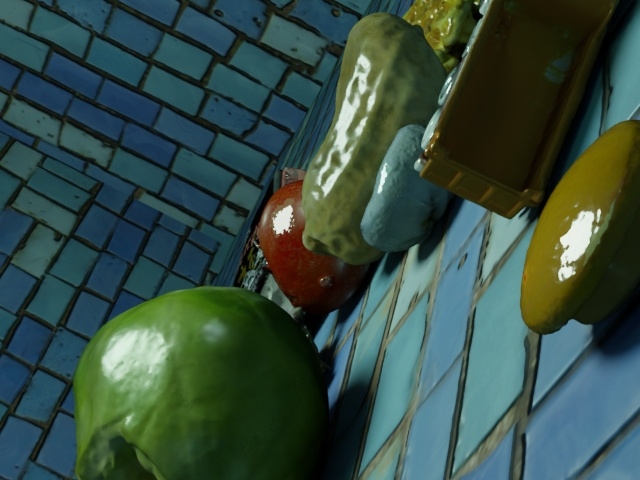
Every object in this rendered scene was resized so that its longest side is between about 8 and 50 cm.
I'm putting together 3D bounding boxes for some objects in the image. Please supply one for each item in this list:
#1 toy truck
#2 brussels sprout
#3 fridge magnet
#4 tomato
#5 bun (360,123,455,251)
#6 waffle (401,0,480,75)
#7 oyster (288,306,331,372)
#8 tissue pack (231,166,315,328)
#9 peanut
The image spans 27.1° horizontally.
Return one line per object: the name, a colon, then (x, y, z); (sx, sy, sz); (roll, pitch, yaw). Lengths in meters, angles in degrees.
toy truck: (0.167, -0.150, 1.111); (0.135, 0.114, 0.271); (125, 169, -68)
brussels sprout: (-0.133, 0.201, 1.360); (0.344, 0.268, 0.344); (-160, 90, -81)
fridge magnet: (0.165, -0.006, 0.798); (0.143, 0.063, 0.143); (-61, 6, 10)
tomato: (0.000, 0.000, 1.659); (0.167, 0.167, 0.167); (-61, 7, 13)
bun: (0.096, -0.050, 1.393); (0.141, 0.083, 0.141); (23, -90, -88)
waffle: (0.142, -0.264, 1.842); (0.302, 0.068, 0.325); (-56, 17, 25)
oyster: (-0.083, 0.146, 1.630); (0.259, 0.198, 0.092); (-21, 81, 46)
tissue pack: (-0.058, 0.055, 1.929); (0.332, 0.123, 0.245); (-89, 21, -66)
peanut: (0.072, -0.113, 1.518); (0.143, 0.159, 0.291); (20, -94, -53)
